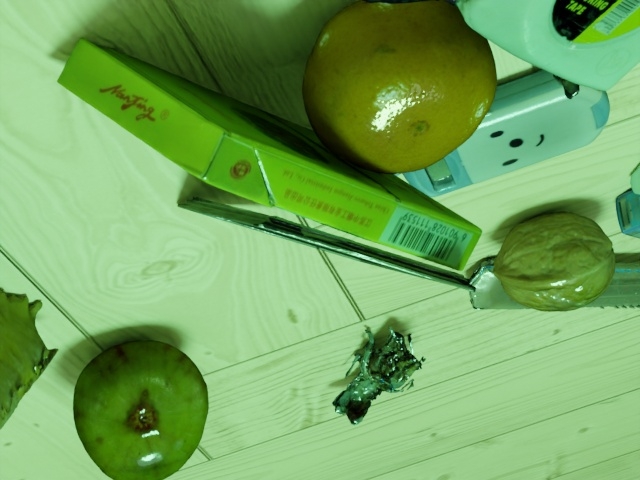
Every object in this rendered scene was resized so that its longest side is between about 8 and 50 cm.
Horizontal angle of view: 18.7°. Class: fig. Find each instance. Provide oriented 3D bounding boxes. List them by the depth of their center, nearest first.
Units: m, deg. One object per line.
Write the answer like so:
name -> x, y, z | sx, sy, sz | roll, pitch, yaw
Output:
fig -> -0.187, 0.163, 1.991 | 0.148, 0.186, 0.142 | -31, 112, -14

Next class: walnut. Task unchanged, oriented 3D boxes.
walnut -> 0.234, 0.023, 1.959 | 0.124, 0.105, 0.105 | -13, 154, -5

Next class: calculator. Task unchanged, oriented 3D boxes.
calculator -> 0.157, -0.096, 1.747 | 0.210, 0.039, 0.121 | -19, 153, 6

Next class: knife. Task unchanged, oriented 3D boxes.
knife -> 0.318, 0.038, 2.110 | 0.365, 0.043, 0.089 | -1, 117, -24

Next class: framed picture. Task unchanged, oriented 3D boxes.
framed picture -> 0.000, 0.000, 1.665 | 0.197, 0.014, 0.252 | 17, 179, -20

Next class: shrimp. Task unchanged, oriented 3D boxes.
shrimp -> 0.064, 0.138, 2.152 | 0.082, 0.076, 0.174 | 34, 145, -5

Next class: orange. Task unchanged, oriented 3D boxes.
orange -> 0.060, -0.128, 1.534 | 0.156, 0.124, 0.156 | -13, 137, -12

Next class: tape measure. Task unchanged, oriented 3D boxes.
tape measure -> 0.160, -0.222, 1.397 | 0.215, 0.098, 0.351 | -42, 150, 24

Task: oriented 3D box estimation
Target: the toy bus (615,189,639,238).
toy bus -> 0.368, -0.022, 2.007 | 0.061, 0.051, 0.153 | -21, 157, 39

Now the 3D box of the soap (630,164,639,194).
soap -> 0.461, -0.072, 1.915 | 0.265, 0.087, 0.160 | -3, 152, -26

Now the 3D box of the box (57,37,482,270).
box -> -0.033, -0.064, 1.548 | 0.335, 0.187, 0.047 | 19, 102, -50

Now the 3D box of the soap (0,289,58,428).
soap -> -0.401, 0.058, 1.728 | 0.169, 0.304, 0.338 | -30, -169, 14
